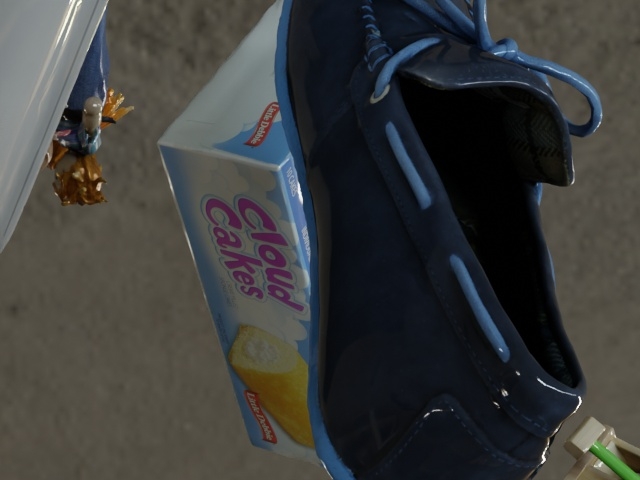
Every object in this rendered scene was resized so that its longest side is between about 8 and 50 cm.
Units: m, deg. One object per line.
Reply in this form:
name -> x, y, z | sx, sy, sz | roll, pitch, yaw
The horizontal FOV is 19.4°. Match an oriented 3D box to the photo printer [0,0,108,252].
photo printer -> -0.177, -0.164, 0.814 | 0.107, 0.256, 0.307 | -6, 147, -30

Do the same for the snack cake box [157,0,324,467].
snack cake box -> 0.000, 0.000, 1.176 | 0.089, 0.152, 0.264 | 13, 138, 29

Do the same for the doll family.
doll family -> -0.182, -0.112, 1.344 | 0.118, 0.163, 0.263 | 2, -168, -18

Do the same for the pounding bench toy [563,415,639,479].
pounding bench toy -> 0.156, 0.129, 0.930 | 0.065, 0.052, 0.083 | 25, 154, 32

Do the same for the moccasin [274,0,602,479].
moccasin -> 0.066, -0.030, 0.814 | 0.137, 0.342, 0.117 | 25, 132, -35
